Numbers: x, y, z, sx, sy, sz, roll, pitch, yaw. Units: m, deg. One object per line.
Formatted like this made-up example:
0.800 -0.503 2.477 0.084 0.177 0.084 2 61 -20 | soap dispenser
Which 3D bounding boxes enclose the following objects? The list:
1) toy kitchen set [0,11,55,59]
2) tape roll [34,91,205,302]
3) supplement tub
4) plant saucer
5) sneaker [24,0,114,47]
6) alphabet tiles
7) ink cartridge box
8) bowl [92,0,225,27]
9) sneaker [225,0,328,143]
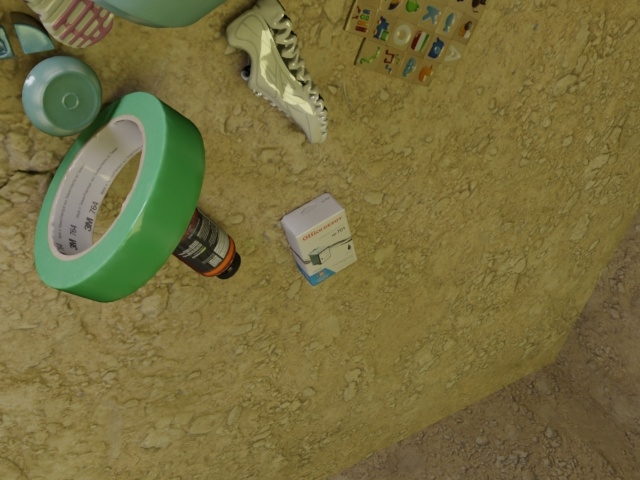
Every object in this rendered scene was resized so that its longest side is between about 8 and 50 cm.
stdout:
-0.463 -0.205 0.720 0.207 0.122 0.166 -21 134 -21 | toy kitchen set
-0.314 -0.069 0.795 0.321 0.321 0.077 -49 137 9 | tape roll
-0.248 0.008 1.074 0.106 0.106 0.198 -41 139 0 | supplement tub
-0.370 -0.207 0.759 0.119 0.021 0.119 -38 143 -36 | plant saucer
-0.378 -0.352 0.687 0.095 0.105 0.236 -42 161 7 | sneaker
0.211 -0.477 1.076 0.342 0.011 0.285 1 123 -37 | alphabet tiles
0.000 0.000 1.270 0.139 0.082 0.191 -31 139 -12 | ink cartridge box
-0.223 -0.390 0.645 0.311 0.312 0.163 12 136 -42 | bowl
-0.074 -0.293 0.960 0.118 0.110 0.292 -30 130 -1 | sneaker
